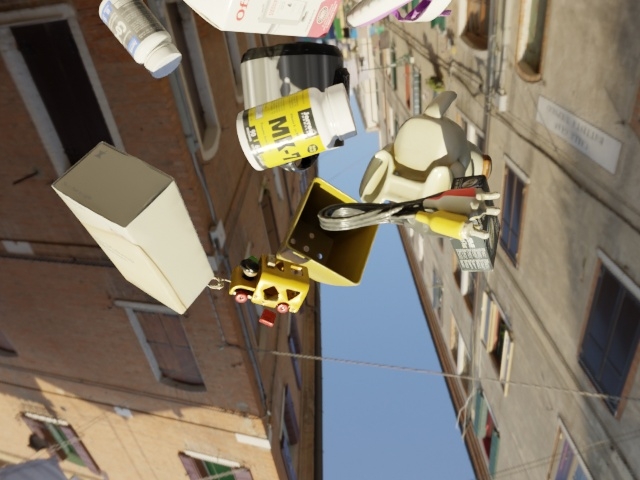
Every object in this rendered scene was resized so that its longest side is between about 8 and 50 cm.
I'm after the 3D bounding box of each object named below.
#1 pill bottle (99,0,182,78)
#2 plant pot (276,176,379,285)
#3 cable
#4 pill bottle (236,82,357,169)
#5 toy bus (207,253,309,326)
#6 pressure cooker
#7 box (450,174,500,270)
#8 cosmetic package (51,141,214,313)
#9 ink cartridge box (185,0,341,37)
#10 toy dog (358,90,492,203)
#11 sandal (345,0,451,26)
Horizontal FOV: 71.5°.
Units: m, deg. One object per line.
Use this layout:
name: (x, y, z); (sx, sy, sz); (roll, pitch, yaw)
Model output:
pill bottle: (-0.316, -0.364, 0.789); (0.078, 0.137, 0.078); (-39, -175, 4)
plant pot: (0.000, 0.000, 1.176); (0.187, 0.212, 0.212); (-33, -148, 58)
cable: (0.138, -0.058, 0.714); (0.287, 0.072, 0.139); (10, -138, 26)
pill bottle: (-0.042, -0.218, 0.847); (0.208, 0.119, 0.119); (-15, -150, 12)
toy bus: (-0.123, 0.083, 1.017); (0.191, 0.105, 0.202); (39, -150, 20)
pressure cooker: (-0.087, -0.457, 1.584); (0.369, 0.421, 0.375); (-10, -164, -29)
box: (0.361, -0.039, 1.053); (0.077, 0.180, 0.147); (-3, -135, 34)
cosmetic package: (-0.310, -0.006, 0.794); (0.160, 0.310, 0.113); (27, -118, 17)
ink cartridge box: (-0.070, -0.464, 0.740); (0.117, 0.207, 0.283); (44, -141, 15)
toy dog: (0.350, -0.227, 1.357); (0.284, 0.396, 0.407); (13, -170, 35)
sandal: (0.214, -0.449, 0.797); (0.416, 0.102, 0.169); (-2, -140, 46)
